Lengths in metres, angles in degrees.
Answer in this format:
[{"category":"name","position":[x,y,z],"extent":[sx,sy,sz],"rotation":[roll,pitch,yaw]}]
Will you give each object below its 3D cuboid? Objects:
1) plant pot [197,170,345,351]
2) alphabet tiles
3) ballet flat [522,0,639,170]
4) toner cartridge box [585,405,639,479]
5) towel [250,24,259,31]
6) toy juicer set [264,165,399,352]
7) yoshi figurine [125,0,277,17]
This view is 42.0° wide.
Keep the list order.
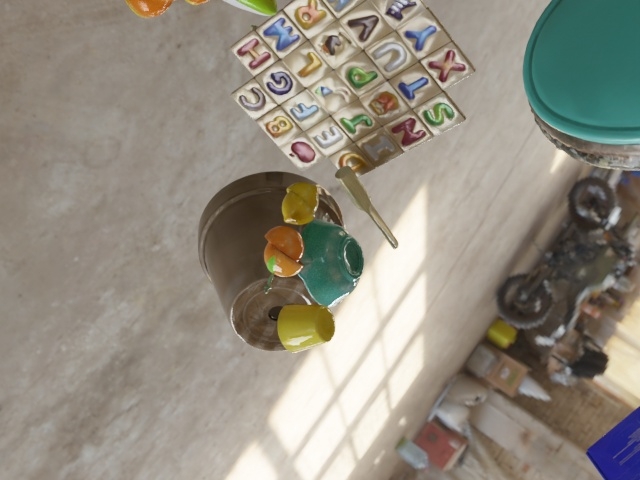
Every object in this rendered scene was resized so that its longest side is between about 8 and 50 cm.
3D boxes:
[{"category":"plant pot","position":[-0.092,0.064,1.705],"extent":[0.280,0.323,0.323],"rotation":[-101,-154,-55]},{"category":"alphabet tiles","position":[0.038,-0.229,1.216],"extent":[0.342,0.285,0.011],"rotation":[-26,-151,37]},{"category":"ballet flat","position":[0.317,-0.160,0.352],"extent":[0.182,0.164,0.482],"rotation":[3,153,-37]},{"category":"toner cartridge box","position":[0.606,0.295,1.309],"extent":[0.348,0.165,0.075],"rotation":[-45,130,15]},{"category":"towel","position":[-0.099,-0.396,1.808],"extent":[0.027,0.148,0.110],"rotation":[-43,161,-29]},{"category":"toy juicer set","position":[0.000,0.000,1.249],"extent":[0.329,0.089,0.209],"rotation":[-48,120,-51]},{"category":"yoshi figurine","position":[-0.075,-0.380,0.848],"extent":[0.203,0.362,0.204],"rotation":[23,59,-45]}]
